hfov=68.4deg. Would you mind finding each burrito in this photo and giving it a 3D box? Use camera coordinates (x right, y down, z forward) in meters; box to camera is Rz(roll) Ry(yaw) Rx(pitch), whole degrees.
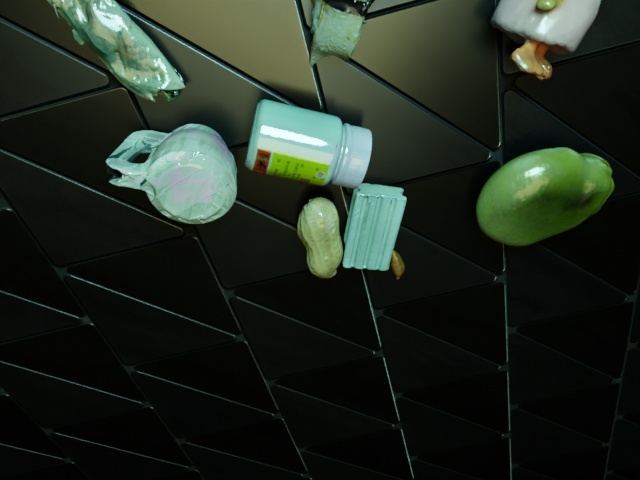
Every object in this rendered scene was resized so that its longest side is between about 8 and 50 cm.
[{"bbox_3d":[-0.367,-0.361,0.815,0.096,0.066,0.309,-35,122,14],"label":"burrito"}]

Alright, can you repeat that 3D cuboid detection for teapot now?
[{"bbox_3d":[-0.272,-0.134,0.912,0.221,0.178,0.163,-11,130,1],"label":"teapot"}]

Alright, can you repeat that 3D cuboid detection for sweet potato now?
[{"bbox_3d":[0.188,0.058,1.152,0.034,0.034,0.095,-15,127,5],"label":"sweet potato"}]

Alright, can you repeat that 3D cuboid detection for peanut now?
[{"bbox_3d":[0.000,0.000,1.066,0.098,0.090,0.214,-6,123,8],"label":"peanut"}]

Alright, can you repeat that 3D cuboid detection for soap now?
[{"bbox_3d":[0.117,-0.028,1.072,0.114,0.063,0.198,6,123,-7],"label":"soap"}]

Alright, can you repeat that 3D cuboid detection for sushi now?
[{"bbox_3d":[0.041,-0.410,0.788,0.134,0.109,0.273,23,119,-17],"label":"sushi"}]

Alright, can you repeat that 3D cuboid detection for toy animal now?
[{"bbox_3d":[0.408,-0.426,0.784,0.169,0.195,0.281,44,122,16],"label":"toy animal"}]

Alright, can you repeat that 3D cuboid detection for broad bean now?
[{"bbox_3d":[0.483,-0.096,1.025,0.291,0.119,0.238,-22,131,13],"label":"broad bean"}]

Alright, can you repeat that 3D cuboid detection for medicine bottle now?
[{"bbox_3d":[-0.025,-0.182,0.915,0.225,0.139,0.139,10,122,-11],"label":"medicine bottle"}]
